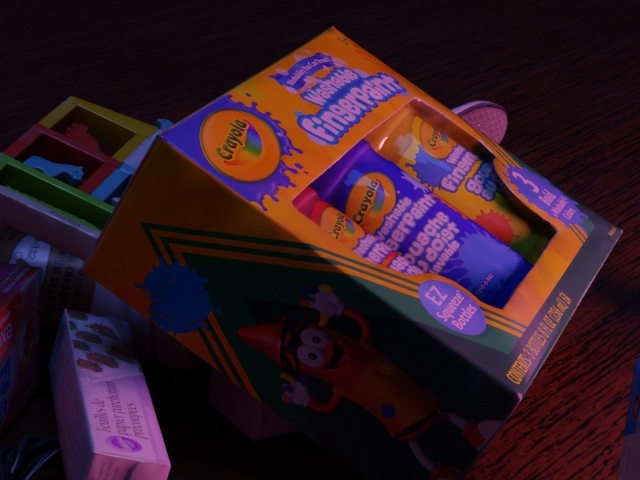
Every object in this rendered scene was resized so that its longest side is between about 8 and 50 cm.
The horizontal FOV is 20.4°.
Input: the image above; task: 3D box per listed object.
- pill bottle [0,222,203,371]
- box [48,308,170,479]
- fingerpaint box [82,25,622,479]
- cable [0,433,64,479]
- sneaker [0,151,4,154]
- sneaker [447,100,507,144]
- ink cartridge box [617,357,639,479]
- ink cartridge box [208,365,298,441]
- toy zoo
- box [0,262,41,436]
[{"bbox_3d":[-0.223,0.059,1.697,0.229,0.131,0.131,8,21,8],"label":"pill bottle"},{"bbox_3d":[-0.181,0.143,1.480,0.063,0.067,0.324,12,14,-16],"label":"box"},{"bbox_3d":[0.052,0.004,1.646,0.371,0.163,0.445,36,27,7],"label":"fingerpaint box"},{"bbox_3d":[-0.200,0.206,1.431,0.150,0.047,0.184,10,21,16],"label":"cable"},{"bbox_3d":[-0.356,-0.031,1.887,0.150,0.135,0.366,-10,3,-19],"label":"sneaker"},{"bbox_3d":[0.132,-0.163,2.418,0.226,0.086,0.163,-14,30,-37],"label":"sneaker"},{"bbox_3d":[0.295,0.200,1.392,0.086,0.148,0.203,4,20,-2],"label":"ink cartridge box"},{"bbox_3d":[-0.029,0.136,1.642,0.122,0.052,0.088,-8,24,-33],"label":"ink cartridge box"},{"bbox_3d":[-0.199,-0.059,1.724,0.192,0.030,0.293,25,26,3],"label":"toy zoo"},{"bbox_3d":[-0.337,0.116,1.530,0.122,0.128,0.257,7,21,9],"label":"box"}]
